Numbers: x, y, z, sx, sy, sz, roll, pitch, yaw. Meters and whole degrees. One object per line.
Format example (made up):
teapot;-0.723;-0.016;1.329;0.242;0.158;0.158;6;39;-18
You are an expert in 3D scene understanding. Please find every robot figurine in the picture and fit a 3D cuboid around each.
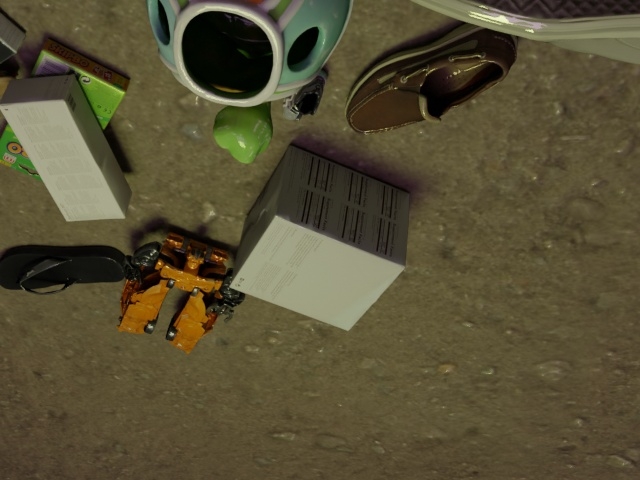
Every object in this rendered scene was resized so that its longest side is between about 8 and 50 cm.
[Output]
robot figurine;-0.249;0.088;1.598;0.211;0.085;0.291;20;140;-13

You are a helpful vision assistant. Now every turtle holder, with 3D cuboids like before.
turtle holder;-0.098;-0.255;1.048;0.243;0.227;0.320;26;137;-20

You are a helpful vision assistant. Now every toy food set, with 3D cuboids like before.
toy food set;-0.462;-0.215;1.292;0.083;0.083;0.020;-22;91;10

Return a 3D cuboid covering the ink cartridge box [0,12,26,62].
ink cartridge box;-0.540;-0.290;1.238;0.206;0.045;0.208;-21;131;33

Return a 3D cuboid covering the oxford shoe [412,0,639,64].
oxford shoe;0.289;-0.268;1.024;0.450;0.169;0.130;8;159;1

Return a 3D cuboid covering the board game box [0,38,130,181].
board game box;-0.384;-0.173;1.353;0.124;0.039;0.259;26;135;-19

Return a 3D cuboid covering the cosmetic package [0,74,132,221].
cosmetic package;-0.359;-0.128;1.331;0.099;0.060;0.239;-4;140;10

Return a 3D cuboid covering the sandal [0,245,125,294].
sandal;-0.465;0.055;1.624;0.255;0.054;0.097;-7;137;19

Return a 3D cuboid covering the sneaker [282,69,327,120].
sneaker;-0.027;-0.180;1.246;0.038;0.069;0.098;23;138;-15

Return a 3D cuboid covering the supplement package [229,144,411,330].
supplement package;0.000;0.000;1.392;0.203;0.149;0.194;21;139;-14

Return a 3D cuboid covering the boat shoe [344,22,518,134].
boat shoe;0.130;-0.193;1.180;0.257;0.095;0.095;-28;128;36
